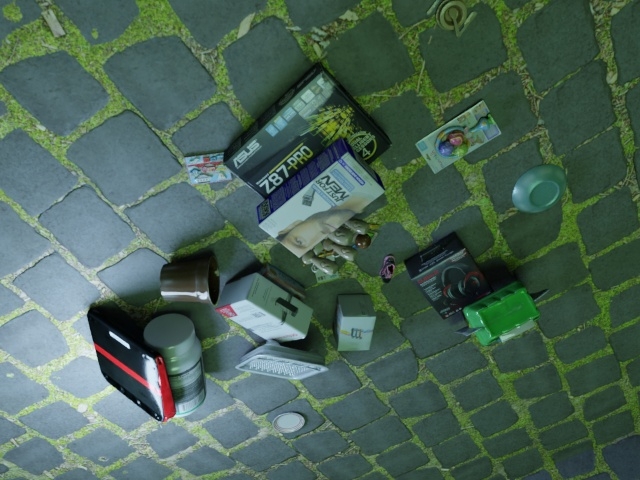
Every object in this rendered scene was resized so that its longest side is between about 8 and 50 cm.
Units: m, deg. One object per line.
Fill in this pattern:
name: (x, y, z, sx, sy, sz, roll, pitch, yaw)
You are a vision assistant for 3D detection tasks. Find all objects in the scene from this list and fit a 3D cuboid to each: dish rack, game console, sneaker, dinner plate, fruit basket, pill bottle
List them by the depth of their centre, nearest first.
game console: (-0.657, 0.436, 1.839, 0.387, 0.060, 0.341, 23, 126, 29)
sneaker: (0.245, 0.114, 1.898, 0.047, 0.057, 0.119, -3, 126, -10)
pill bottle: (-0.530, 0.454, 1.923, 0.205, 0.204, 0.360, -2, 125, -8)
fruit basket: (0.657, 0.276, 1.930, 0.327, 0.165, 0.353, -28, 163, 1)
dish rack: (-0.147, 0.453, 1.993, 0.286, 0.072, 0.333, 15, 152, -21)
dinner plate: (-0.142, 0.806, 2.347, 0.141, 0.017, 0.141, -4, 125, -5)

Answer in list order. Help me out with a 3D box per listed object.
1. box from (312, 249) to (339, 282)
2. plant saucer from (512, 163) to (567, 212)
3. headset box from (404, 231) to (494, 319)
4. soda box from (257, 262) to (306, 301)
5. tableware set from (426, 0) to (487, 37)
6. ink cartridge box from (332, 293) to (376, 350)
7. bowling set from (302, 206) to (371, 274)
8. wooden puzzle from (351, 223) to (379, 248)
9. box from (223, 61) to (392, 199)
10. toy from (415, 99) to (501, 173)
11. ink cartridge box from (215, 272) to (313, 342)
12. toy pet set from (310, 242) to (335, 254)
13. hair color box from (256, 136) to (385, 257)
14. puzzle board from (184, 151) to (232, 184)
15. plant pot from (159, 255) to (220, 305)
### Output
box: (0.017, 0.096, 1.867, 0.081, 0.028, 0.136, -14, 124, 1)
plant saucer: (0.753, -0.166, 1.796, 0.195, 0.037, 0.194, -4, 125, -6)
headset box: (0.457, 0.123, 1.904, 0.218, 0.110, 0.293, -32, 124, 14)
soda box: (-0.138, 0.155, 1.861, 0.183, 0.063, 0.058, 37, 113, -28)
tableware set: (0.387, -0.644, 1.398, 0.128, 0.039, 0.194, 25, 117, -24)
ink cartridge box: (0.123, 0.304, 1.968, 0.128, 0.128, 0.176, 1, 124, -10)
bowling set: (0.062, -0.015, 1.719, 0.286, 0.154, 0.200, -63, 150, -4)
wooden puzzle: (0.153, -0.012, 1.821, 0.079, 0.014, 0.116, 13, 122, -17)
box: (-0.038, -0.271, 1.557, 0.395, 0.097, 0.318, -38, 121, 18)
toy: (0.432, -0.308, 1.632, 0.237, 0.056, 0.137, -33, 122, 14)
ink cartridge box: (-0.192, 0.242, 1.836, 0.273, 0.114, 0.197, 38, 142, -28)
toy pet set: (0.000, 0.000, 1.792, 0.114, 0.065, 0.122, -45, 130, -20)
hair color box: (-0.003, -0.120, 1.550, 0.339, 0.110, 0.185, -37, 125, 19)
puzzle board: (-0.339, -0.217, 1.600, 0.128, 0.011, 0.096, -8, 125, -3)
plant pot: (-0.433, 0.134, 1.750, 0.165, 0.166, 0.166, -2, 125, 3)
